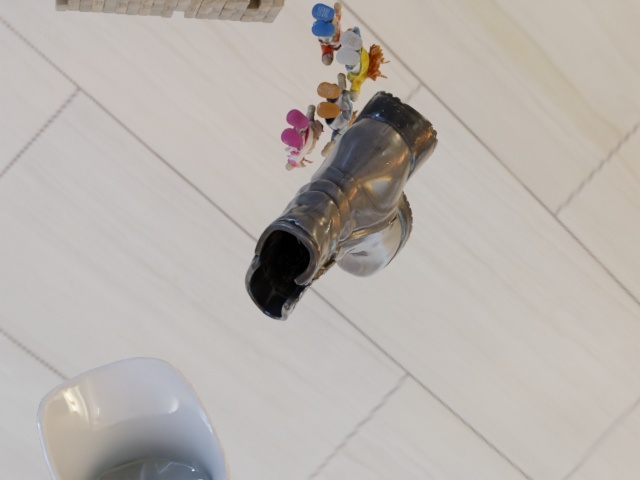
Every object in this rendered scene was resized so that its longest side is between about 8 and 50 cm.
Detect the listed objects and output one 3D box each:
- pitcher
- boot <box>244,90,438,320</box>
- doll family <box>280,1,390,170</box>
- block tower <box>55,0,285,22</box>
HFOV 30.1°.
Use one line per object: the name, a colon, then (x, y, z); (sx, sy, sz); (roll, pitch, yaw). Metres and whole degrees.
pitcher: (-0.077, 0.191, 0.618); (0.125, 0.178, 0.207); (-17, 132, -22)
boot: (0.000, 0.000, 1.270); (0.118, 0.338, 0.223); (35, 66, 14)
doll family: (0.030, -0.219, 1.772); (0.118, 0.163, 0.263); (15, 88, 9)
block tower: (-0.207, -0.374, 1.697); (0.335, 0.097, 0.091); (0, 82, -14)
